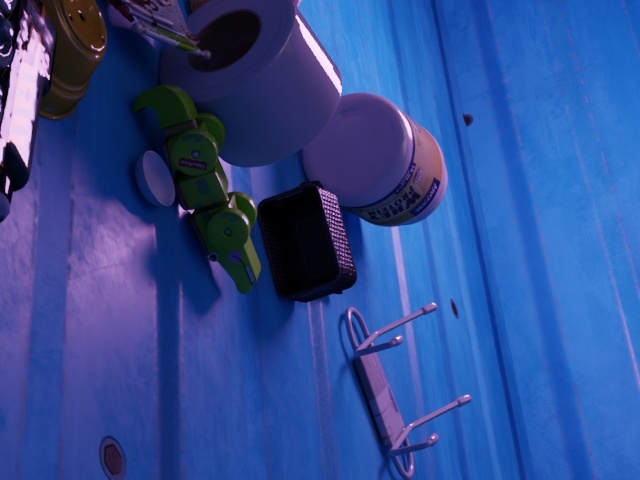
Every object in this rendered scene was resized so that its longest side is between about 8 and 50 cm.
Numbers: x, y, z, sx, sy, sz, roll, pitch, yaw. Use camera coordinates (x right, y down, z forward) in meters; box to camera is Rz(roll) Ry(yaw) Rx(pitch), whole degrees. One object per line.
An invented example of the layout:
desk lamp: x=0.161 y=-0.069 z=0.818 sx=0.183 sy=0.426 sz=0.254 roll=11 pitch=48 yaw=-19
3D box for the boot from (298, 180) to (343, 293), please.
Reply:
boot: x=0.000 y=0.000 z=2.289 sx=0.137 sy=0.076 sz=0.198 roll=35 pitch=53 yaw=-67

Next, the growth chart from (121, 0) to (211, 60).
growth chart: x=-0.265 y=-0.379 z=1.866 sx=0.172 sy=0.021 sz=0.237 roll=10 pitch=48 yaw=-50

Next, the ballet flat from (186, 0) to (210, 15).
ballet flat: x=-0.159 y=-0.349 z=2.176 sx=0.206 sy=0.067 sz=0.073 roll=56 pitch=23 yaw=-37

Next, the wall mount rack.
wall mount rack: x=0.173 y=0.268 z=2.397 sx=0.350 sy=0.130 sz=0.304 roll=70 pitch=19 yaw=-3

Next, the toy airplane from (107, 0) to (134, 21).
toy airplane: x=-0.295 y=-0.384 z=1.885 sx=0.151 sy=0.028 sz=0.151 roll=41 pitch=28 yaw=-28

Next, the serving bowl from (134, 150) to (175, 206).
serving bowl: x=-0.239 y=-0.084 z=1.754 sx=0.083 sy=0.027 sz=0.083 roll=55 pitch=23 yaw=-38

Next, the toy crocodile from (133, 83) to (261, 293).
toy crocodile: x=-0.172 y=-0.077 z=1.839 sx=0.115 sy=0.105 sz=0.341 roll=-85 pitch=155 yaw=-67

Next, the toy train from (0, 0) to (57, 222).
toy train: x=-0.370 y=-0.171 z=1.330 sx=0.190 sy=0.142 sz=0.334 roll=63 pitch=18 yaw=-50

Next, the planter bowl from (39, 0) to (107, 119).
planter bowl: x=-0.335 y=-0.270 z=1.576 sx=0.217 sy=0.090 sz=0.217 roll=54 pitch=25 yaw=-41

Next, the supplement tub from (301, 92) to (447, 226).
supplement tub: x=0.121 y=-0.153 z=2.510 sx=0.316 sy=0.228 sz=0.228 roll=24 pitch=49 yaw=-64

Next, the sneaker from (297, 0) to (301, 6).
sneaker: x=-0.091 y=-0.579 z=2.593 sx=0.212 sy=0.080 sz=0.094 roll=61 pitch=33 yaw=-29

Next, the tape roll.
tape roll: x=-0.110 y=-0.260 z=1.953 sx=0.169 sy=0.246 sz=0.246 roll=50 pitch=27 yaw=-44

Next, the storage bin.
storage bin: x=-0.023 y=0.006 z=2.119 sx=0.084 sy=0.122 sz=0.180 roll=19 pitch=54 yaw=-66
